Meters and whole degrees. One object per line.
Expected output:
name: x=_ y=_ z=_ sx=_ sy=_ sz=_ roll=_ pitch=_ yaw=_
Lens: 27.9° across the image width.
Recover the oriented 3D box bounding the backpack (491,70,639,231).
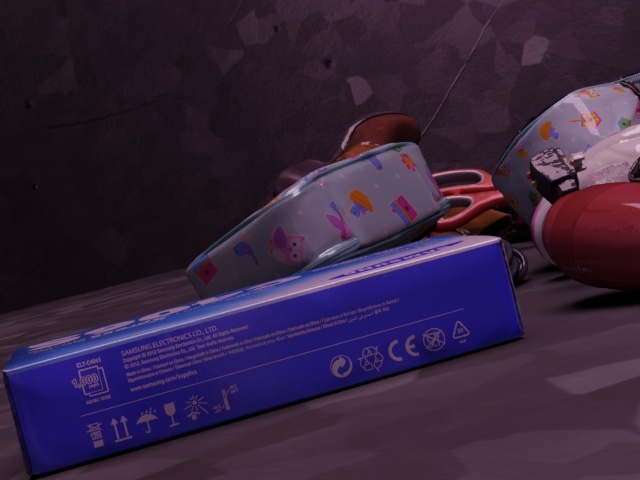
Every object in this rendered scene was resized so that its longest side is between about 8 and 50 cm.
backpack: x=0.268 y=-0.072 z=1.248 sx=0.188 sy=0.144 sz=0.166 roll=-7 pitch=-31 yaw=-38

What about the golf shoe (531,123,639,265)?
golf shoe: x=0.307 y=-0.038 z=1.068 sx=0.306 sy=0.115 sz=0.140 roll=-23 pitch=19 yaw=30

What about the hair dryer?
hair dryer: x=0.264 y=-0.053 z=0.962 sx=0.223 sy=0.080 sz=0.293 roll=-35 pitch=28 yaw=16

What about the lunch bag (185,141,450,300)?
lunch bag: x=0.000 y=0.000 z=1.403 sx=0.224 sy=0.108 sz=0.279 roll=-36 pitch=-8 yaw=38

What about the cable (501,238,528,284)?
cable: x=0.108 y=0.041 z=1.209 sx=0.184 sy=0.047 sz=0.150 roll=-20 pitch=1 yaw=-41

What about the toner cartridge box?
toner cartridge box: x=-0.046 y=0.074 z=0.931 sx=0.347 sy=0.075 sz=0.165 roll=-15 pitch=4 yaw=-10

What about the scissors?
scissors: x=0.249 y=-0.067 z=1.521 sx=0.297 sy=0.021 sz=0.109 roll=-12 pitch=35 yaw=7

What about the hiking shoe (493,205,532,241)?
hiking shoe: x=0.288 y=-0.042 z=1.634 sx=0.114 sy=0.086 sz=0.227 roll=-6 pitch=9 yaw=-17

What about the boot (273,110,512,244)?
boot: x=0.123 y=-0.073 z=1.644 sx=0.280 sy=0.096 sz=0.264 roll=20 pitch=32 yaw=38
